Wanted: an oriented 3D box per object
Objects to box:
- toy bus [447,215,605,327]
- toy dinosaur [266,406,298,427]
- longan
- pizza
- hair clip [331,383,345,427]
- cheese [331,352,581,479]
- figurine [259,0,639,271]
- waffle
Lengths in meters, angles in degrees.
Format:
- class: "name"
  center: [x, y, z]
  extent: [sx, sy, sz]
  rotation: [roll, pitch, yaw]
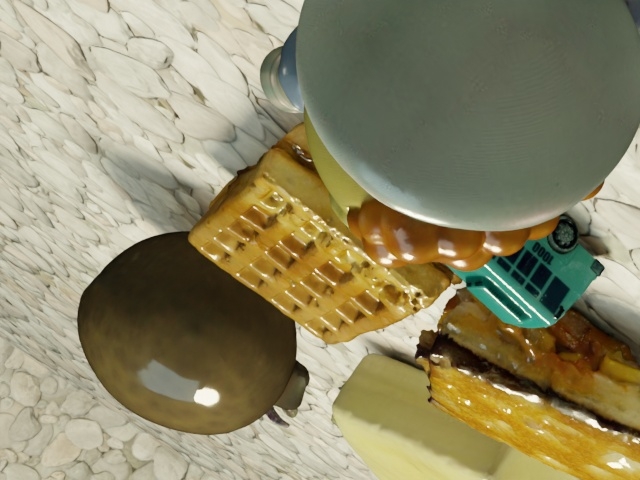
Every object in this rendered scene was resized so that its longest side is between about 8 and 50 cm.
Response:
- class: "toy bus"
  center: [0.149, 0.002, 1.291]
  extent: [0.160, 0.092, 0.079]
  rotation: [41, 163, -17]
- class: "toy dinosaur"
  center: [-0.145, 0.193, 2.342]
  extent: [0.294, 0.077, 0.162]
  rotation: [31, 162, 16]
- class: "longan"
  center: [-0.146, 0.114, 1.885]
  extent: [0.300, 0.243, 0.300]
  rotation: [27, -176, -2]
- class: "pizza"
  center: [0.211, 0.142, 1.499]
  extent: [0.278, 0.114, 0.409]
  rotation: [40, 161, -16]
- class: "hair clip"
  center: [0.075, 0.273, 2.183]
  extent: [0.187, 0.056, 0.146]
  rotation: [45, 167, -35]
- class: "cheese"
  center: [0.173, 0.269, 1.883]
  extent: [0.265, 0.124, 0.242]
  rotation: [18, 152, 43]
- class: "figurine"
  center: [0.034, -0.102, 1.026]
  extent: [0.205, 0.224, 0.382]
  rotation: [48, 160, -23]
- class: "waffle"
  center: [0.000, 0.000, 1.560]
  extent: [0.224, 0.098, 0.328]
  rotation: [37, 163, -8]
